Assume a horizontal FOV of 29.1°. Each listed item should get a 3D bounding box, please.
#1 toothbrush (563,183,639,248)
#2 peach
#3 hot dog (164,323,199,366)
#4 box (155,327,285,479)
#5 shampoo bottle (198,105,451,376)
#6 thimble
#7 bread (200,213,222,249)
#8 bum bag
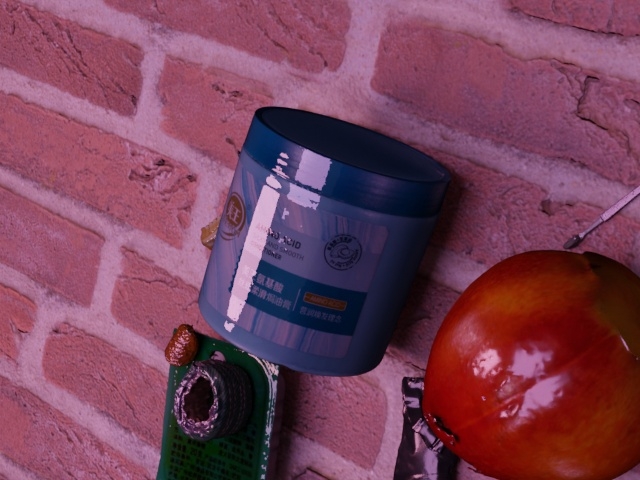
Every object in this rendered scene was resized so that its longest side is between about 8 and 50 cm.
[{"bbox_3d":[0.438,-0.045,1.848,0.194,0.017,0.014,-42,73,27],"label":"toothbrush"},{"bbox_3d":[0.316,0.192,1.744,0.370,0.370,0.370,1,91,37],"label":"peach"},{"bbox_3d":[-0.250,0.188,2.232,0.058,0.035,0.083,45,115,29],"label":"hot dog"},{"bbox_3d":[-0.165,0.343,2.259,0.264,0.106,0.336,13,98,36],"label":"box"},{"bbox_3d":[0.000,0.000,1.988,0.331,0.331,0.342,30,110,33],"label":"shampoo bottle"},{"bbox_3d":[-0.188,0.280,2.154,0.118,0.090,0.135,25,103,31],"label":"thimble"},{"bbox_3d":[-0.190,-0.019,2.316,0.088,0.034,0.049,-37,55,27],"label":"bread"},{"bbox_3d":[0.170,0.351,2.032,0.123,0.060,0.248,5,93,38],"label":"bum bag"}]
